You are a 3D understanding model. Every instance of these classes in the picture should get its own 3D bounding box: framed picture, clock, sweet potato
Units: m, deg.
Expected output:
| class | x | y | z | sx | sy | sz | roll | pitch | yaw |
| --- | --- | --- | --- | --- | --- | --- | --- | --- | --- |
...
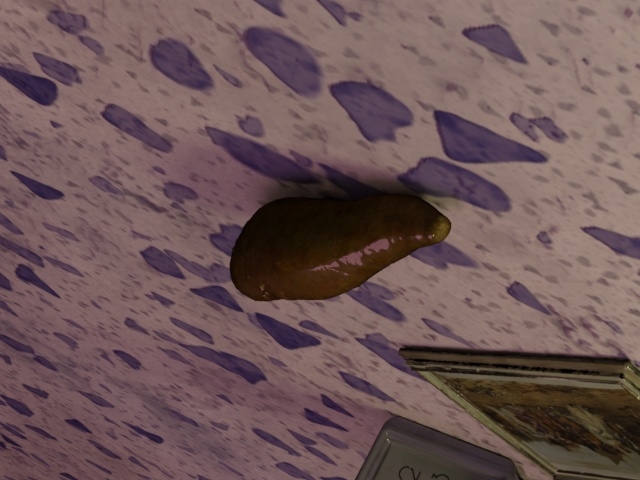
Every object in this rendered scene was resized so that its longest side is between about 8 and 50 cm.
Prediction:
| class | x | y | z | sx | sy | sz | roll | pitch | yaw |
| --- | --- | --- | --- | --- | --- | --- | --- | --- | --- |
| framed picture | 0.210 | 0.149 | 1.404 | 0.217 | 0.017 | 0.274 | 37 | 159 | -26 |
| clock | 0.086 | 0.273 | 1.631 | 0.145 | 0.193 | 0.073 | 18 | 157 | 25 |
| sweet potato | 0.000 | 0.000 | 1.227 | 0.077 | 0.077 | 0.244 | 35 | 157 | -19 |
